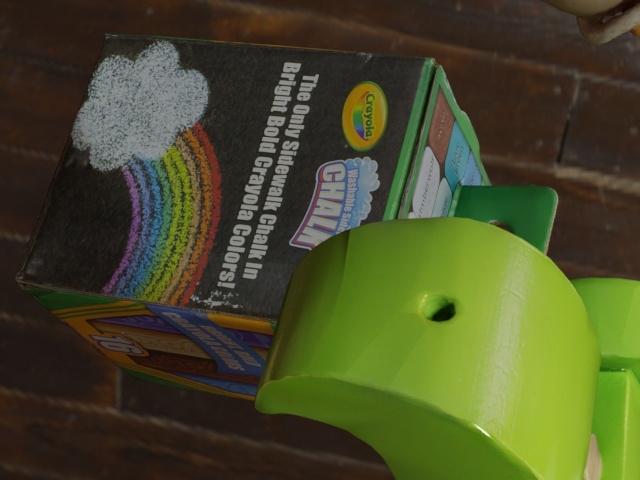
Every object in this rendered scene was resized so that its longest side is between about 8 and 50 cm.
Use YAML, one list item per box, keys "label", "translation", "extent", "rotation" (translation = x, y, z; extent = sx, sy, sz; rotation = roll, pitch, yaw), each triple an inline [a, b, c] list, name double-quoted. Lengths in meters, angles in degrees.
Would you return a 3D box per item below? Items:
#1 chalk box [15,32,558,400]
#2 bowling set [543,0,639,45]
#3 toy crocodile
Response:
- label: "chalk box"
  translation: [0.000, 0.000, 0.879]
  extent: [0.289, 0.180, 0.179]
  rotation: [9, 159, 22]
- label: "bowling set"
  translation: [0.067, -0.143, 0.358]
  extent: [0.200, 0.287, 0.154]
  rotation: [-6, 157, -33]
- label: "toy crocodile"
  translation: [0.090, 0.100, 0.472]
  extent: [0.105, 0.115, 0.340]
  rotation: [-3, 154, 25]
